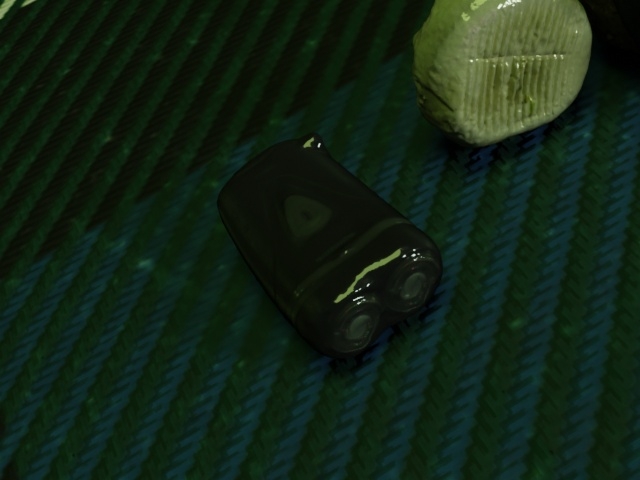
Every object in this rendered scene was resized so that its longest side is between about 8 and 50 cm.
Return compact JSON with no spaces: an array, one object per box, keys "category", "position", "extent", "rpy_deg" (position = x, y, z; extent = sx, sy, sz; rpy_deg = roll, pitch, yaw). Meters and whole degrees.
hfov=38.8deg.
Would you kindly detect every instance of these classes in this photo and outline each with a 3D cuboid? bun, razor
[{"category":"bun","position":[0.108,-0.115,0.563],"extent":[0.115,0.115,0.069],"rpy_deg":[-29,38,-5]},{"category":"razor","position":[0.000,0.000,0.538],"extent":[0.090,0.054,0.148],"rpy_deg":[-34,46,-9]}]

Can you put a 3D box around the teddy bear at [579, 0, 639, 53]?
[{"category":"teddy bear","position":[0.219,-0.170,0.554],"extent":[0.182,0.129,0.251],"rpy_deg":[-20,55,-35]}]
